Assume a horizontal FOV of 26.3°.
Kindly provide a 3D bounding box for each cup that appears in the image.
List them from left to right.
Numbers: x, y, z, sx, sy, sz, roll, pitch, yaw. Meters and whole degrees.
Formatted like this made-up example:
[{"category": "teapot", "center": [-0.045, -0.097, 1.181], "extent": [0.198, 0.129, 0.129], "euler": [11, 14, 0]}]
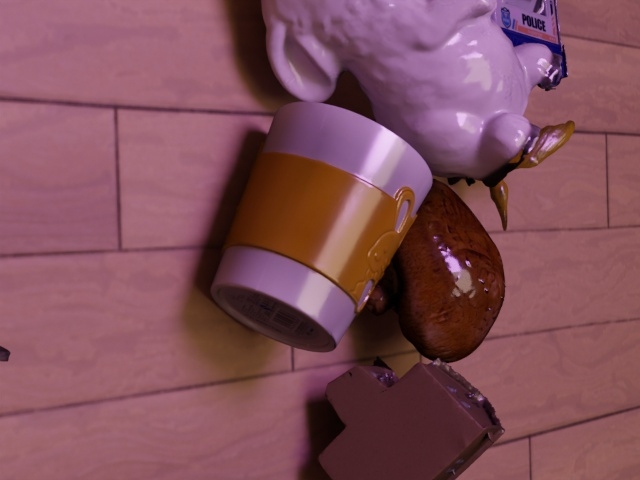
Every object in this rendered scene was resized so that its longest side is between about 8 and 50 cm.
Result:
[{"category": "cup", "center": [0.000, 0.000, 1.464], "extent": [0.241, 0.185, 0.226], "euler": [70, 41, -61]}]

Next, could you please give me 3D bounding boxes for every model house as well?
[{"category": "model house", "center": [0.111, 0.226, 1.608], "extent": [0.181, 0.176, 0.248], "euler": [-44, 158, 7]}]

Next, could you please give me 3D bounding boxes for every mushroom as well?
[{"category": "mushroom", "center": [0.142, 0.024, 1.613], "extent": [0.194, 0.138, 0.231], "euler": [-13, 78, -49]}]

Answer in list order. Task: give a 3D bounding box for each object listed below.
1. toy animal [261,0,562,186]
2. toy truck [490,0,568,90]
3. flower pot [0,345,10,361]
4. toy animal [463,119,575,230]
[{"category": "toy animal", "center": [0.074, -0.210, 1.490], "extent": [0.357, 0.258, 0.194], "euler": [33, 42, -14]}, {"category": "toy truck", "center": [0.194, -0.268, 1.726], "extent": [0.268, 0.124, 0.155], "euler": [5, 79, -52]}, {"category": "flower pot", "center": [-0.356, 0.142, 1.004], "extent": [0.212, 0.212, 0.203], "euler": [25, 78, -47]}, {"category": "toy animal", "center": [0.222, -0.093, 1.764], "extent": [0.219, 0.095, 0.155], "euler": [-9, 98, -11]}]
